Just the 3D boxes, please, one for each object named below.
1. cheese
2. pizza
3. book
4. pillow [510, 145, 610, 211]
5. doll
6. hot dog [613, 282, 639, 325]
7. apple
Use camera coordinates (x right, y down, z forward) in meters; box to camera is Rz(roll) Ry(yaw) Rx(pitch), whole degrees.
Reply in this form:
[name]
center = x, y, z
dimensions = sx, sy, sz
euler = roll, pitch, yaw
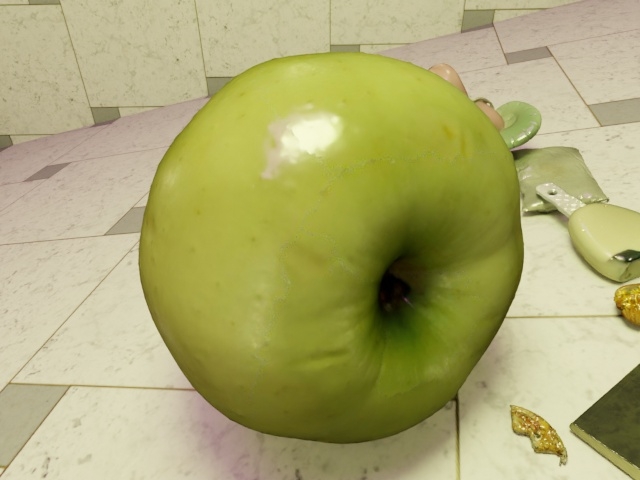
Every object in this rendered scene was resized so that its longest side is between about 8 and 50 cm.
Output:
[cheese]
center = 0.457, -0.034, 0.776
dimensions = 0.127, 0.054, 0.251
euler = -20, 38, -5
[pizza]
center = 0.250, 0.222, 0.532
dimensions = 0.037, 0.016, 0.083
euler = -30, 36, -10
[book]
center = 0.418, 0.189, 0.500
dimensions = 0.228, 0.024, 0.160
euler = -28, 33, -19
[pillow]
center = 0.473, -0.129, 0.941
dimensions = 0.148, 0.050, 0.229
euler = -11, 35, 20
[doll]
center = 0.321, -0.254, 1.045
dimensions = 0.284, 0.216, 0.268
euler = -34, 37, 5
[hot dog]
center = 0.485, 0.078, 0.620
dimensions = 0.165, 0.045, 0.071
euler = -9, 35, 10
[apple]
center = 0.000, 0.000, 0.584
dimensions = 0.474, 0.473, 0.473
euler = -12, 32, 7
